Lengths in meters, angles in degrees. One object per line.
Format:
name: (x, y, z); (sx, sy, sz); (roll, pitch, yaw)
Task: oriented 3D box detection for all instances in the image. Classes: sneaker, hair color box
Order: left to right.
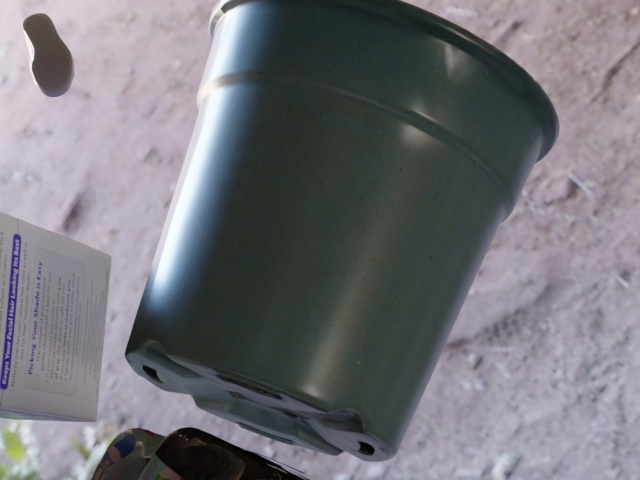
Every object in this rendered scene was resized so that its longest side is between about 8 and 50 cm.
hair color box: (-0.333, 0.072, 1.350); (0.110, 0.339, 0.185); (0, 78, 19)
sneaker: (-0.317, -0.203, 1.658); (0.051, 0.070, 0.134); (-17, 52, -10)

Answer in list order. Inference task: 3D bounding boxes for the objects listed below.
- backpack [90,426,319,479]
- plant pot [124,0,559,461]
backpack: (-0.103, 0.282, 1.094); (0.191, 0.225, 0.253); (21, 83, 38)
plant pot: (0.000, 0.000, 1.258); (0.341, 0.341, 0.334); (1, 64, 50)
